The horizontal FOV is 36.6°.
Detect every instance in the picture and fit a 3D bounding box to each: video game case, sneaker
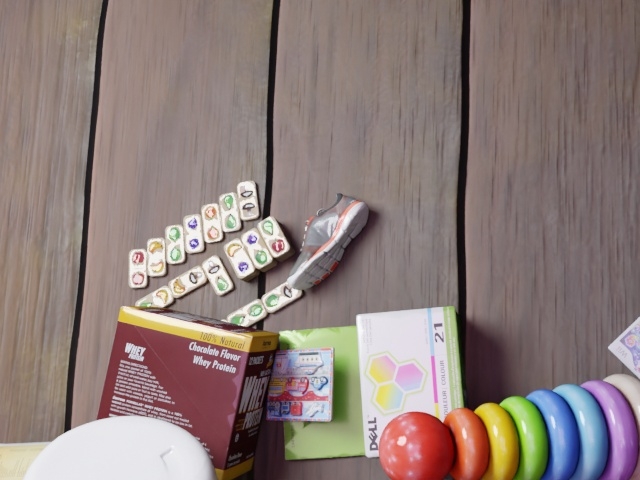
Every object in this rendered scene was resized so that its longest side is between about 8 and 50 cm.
[{"bbox_3d":[0.447,0.128,1.252,0.122,0.011,0.087,-44,73,1],"label":"video game case"},{"bbox_3d":[0.000,0.000,1.363,0.065,0.061,0.158,36,79,29],"label":"sneaker"}]

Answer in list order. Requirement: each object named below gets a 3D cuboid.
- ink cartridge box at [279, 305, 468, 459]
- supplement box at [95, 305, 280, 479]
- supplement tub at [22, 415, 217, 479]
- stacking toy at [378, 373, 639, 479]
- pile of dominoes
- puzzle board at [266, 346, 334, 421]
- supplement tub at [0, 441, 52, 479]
[{"bbox_3d":[0.062,0.195,1.282,0.255,0.097,0.189,-6,77,11],"label":"ink cartridge box"},{"bbox_3d":[-0.178,0.201,1.307,0.191,0.129,0.194,11,89,15],"label":"supplement box"},{"bbox_3d":[-0.229,0.398,1.173,0.228,0.228,0.316,8,122,14],"label":"supplement tub"},{"bbox_3d":[0.231,0.237,1.149,0.330,0.141,0.141,-2,77,-14],"label":"stacking toy"},{"bbox_3d":[-0.163,0.045,1.394,0.251,0.040,0.196,-30,74,5],"label":"pile of dominoes"},{"bbox_3d":[-0.030,0.195,1.312,0.128,0.011,0.096,-10,75,45],"label":"puzzle board"},{"bbox_3d":[-0.398,0.351,1.330,0.199,0.144,0.144,-5,78,12],"label":"supplement tub"}]
